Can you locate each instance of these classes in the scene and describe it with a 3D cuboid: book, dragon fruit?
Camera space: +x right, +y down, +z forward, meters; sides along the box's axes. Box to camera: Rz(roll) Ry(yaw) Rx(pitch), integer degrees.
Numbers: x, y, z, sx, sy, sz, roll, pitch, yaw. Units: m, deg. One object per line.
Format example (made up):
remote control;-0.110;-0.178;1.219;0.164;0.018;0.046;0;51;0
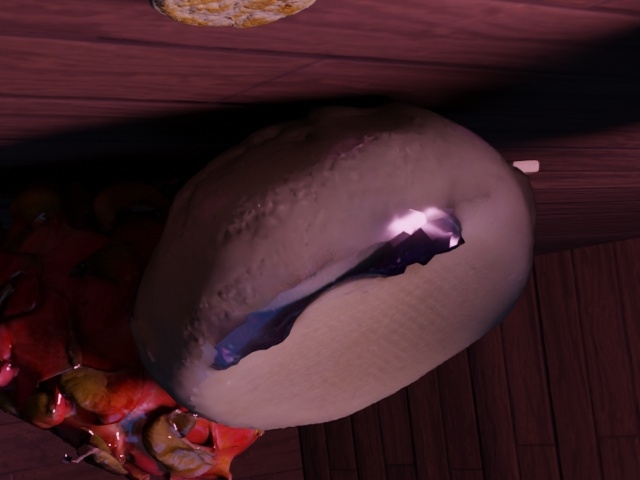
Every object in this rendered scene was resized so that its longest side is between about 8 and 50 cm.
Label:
book;0.166;-0.065;1.323;0.077;0.014;0.111;-4;174;-22
dragon fruit;-0.162;0.061;1.068;0.250;0.269;0.291;9;152;48

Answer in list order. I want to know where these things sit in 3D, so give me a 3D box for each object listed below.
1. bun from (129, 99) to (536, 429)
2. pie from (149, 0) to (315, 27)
bun;0.000;0.000;0.916;0.293;0.187;0.293;-18;152;-10
pie;-0.034;-0.110;0.553;0.085;0.017;0.085;-8;175;-1
